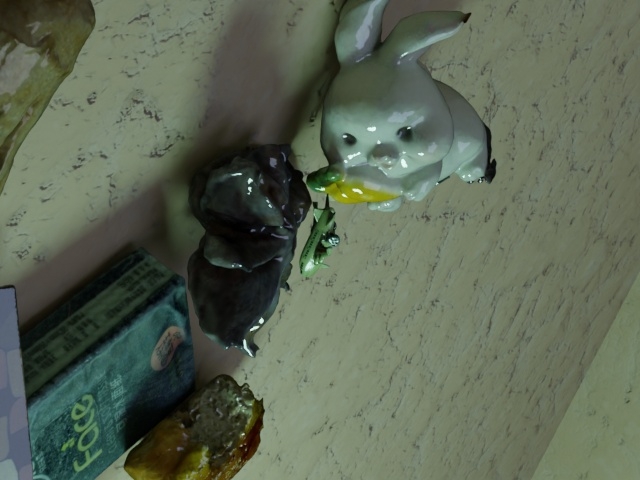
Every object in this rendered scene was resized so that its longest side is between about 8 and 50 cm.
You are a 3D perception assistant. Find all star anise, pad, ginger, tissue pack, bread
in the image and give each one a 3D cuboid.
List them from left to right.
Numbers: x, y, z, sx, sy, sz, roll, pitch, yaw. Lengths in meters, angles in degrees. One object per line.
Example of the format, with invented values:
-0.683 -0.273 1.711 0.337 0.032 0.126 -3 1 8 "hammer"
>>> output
-0.376 0.172 1.773 0.158 0.003 0.235 -13 109 -33 "pad"
-0.321 -0.111 1.547 0.190 0.126 0.354 -8 126 -63 "ginger"
-0.285 0.181 1.978 0.315 0.103 0.228 -40 148 -29 "tissue pack"
-0.146 0.253 2.159 0.185 0.109 0.380 -43 174 -6 "bread"
-0.092 -0.002 2.043 0.359 0.139 0.316 86 23 -58 "star anise"

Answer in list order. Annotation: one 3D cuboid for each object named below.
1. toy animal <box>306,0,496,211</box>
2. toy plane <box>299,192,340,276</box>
0.099 -0.157 2.134 0.310 0.182 0.247 38 68 -62 "toy animal"
0.000 0.000 2.095 0.040 0.102 0.111 6 123 -11 "toy plane"
